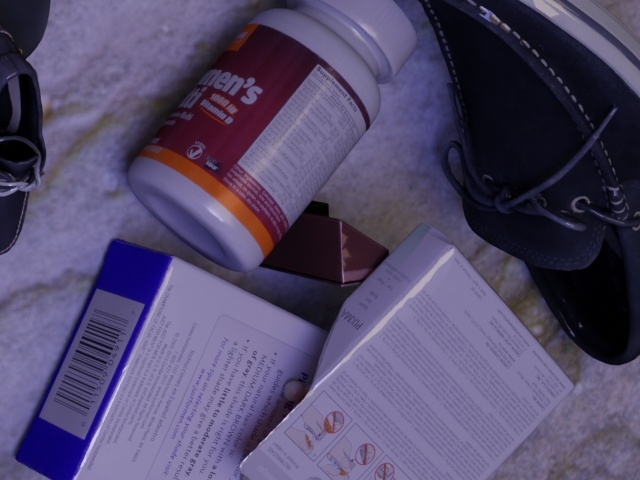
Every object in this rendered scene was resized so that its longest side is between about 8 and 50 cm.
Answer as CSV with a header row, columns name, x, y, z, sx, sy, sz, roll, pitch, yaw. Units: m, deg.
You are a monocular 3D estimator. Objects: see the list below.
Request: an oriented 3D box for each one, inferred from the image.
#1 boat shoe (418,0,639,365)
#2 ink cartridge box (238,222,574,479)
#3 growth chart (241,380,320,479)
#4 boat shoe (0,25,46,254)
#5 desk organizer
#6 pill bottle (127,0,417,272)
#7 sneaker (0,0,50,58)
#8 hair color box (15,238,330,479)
name,x,y,z,sx,sy,sz,roll,pitch,yaw
boat shoe,0.188,-0.061,1.401,0.156,0.187,0.500,-48,137,-9
ink cartridge box,0.059,0.127,1.325,0.225,0.056,0.181,-44,122,-3
growth chart,-0.004,0.219,1.332,0.172,0.021,0.237,18,89,-33
boat shoe,-0.220,-0.055,1.198,0.075,0.065,0.206,-32,146,-33
desk organizer,0.000,0.000,1.357,0.047,0.130,0.050,-8,100,-31
pill bottle,-0.032,-0.094,1.326,0.121,0.121,0.221,46,73,-29
sneaker,-0.263,-0.112,1.199,0.118,0.083,0.222,28,83,-34
hair color box,-0.041,0.151,1.372,0.339,0.110,0.185,28,82,-31
